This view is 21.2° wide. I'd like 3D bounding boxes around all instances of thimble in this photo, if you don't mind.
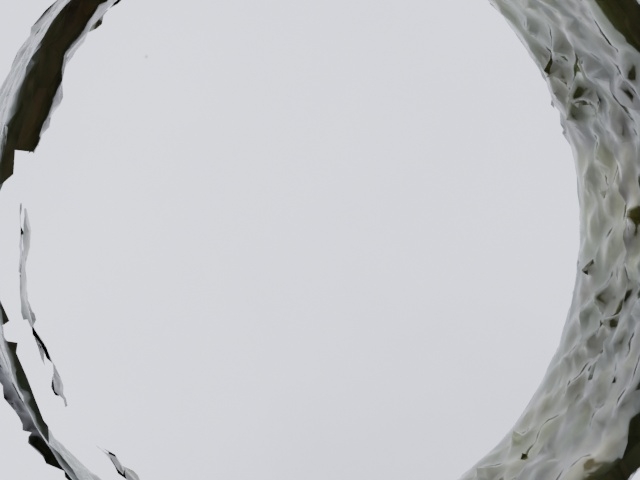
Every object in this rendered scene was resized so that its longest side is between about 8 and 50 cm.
[{"bbox_3d":[0.000,0.000,0.637,0.270,0.150,0.271,0,-88,-13],"label":"thimble"}]
